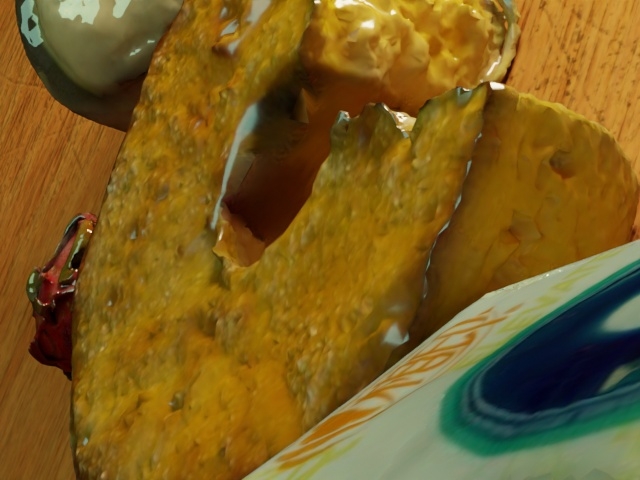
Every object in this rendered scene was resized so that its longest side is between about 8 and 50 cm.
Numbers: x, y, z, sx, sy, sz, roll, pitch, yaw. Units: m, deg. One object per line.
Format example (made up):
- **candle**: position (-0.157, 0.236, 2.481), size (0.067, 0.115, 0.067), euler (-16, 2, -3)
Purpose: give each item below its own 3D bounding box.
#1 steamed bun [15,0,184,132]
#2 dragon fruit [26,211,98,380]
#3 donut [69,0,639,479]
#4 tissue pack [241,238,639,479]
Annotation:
- **steamed bun**: position (-0.111, -0.280, 1.217), size (0.324, 0.230, 0.372), euler (-28, 71, 13)
- **dragon fruit**: position (-0.130, 0.026, 1.125), size (0.208, 0.133, 0.150), euler (-48, 55, -7)
- **donut**: position (0.000, 0.000, 0.904), size (0.377, 0.163, 0.435), euler (-50, 34, 23)
- **tissue pack**: position (0.154, 0.079, 0.476), size (0.287, 0.162, 0.388), euler (-31, 4, -42)
